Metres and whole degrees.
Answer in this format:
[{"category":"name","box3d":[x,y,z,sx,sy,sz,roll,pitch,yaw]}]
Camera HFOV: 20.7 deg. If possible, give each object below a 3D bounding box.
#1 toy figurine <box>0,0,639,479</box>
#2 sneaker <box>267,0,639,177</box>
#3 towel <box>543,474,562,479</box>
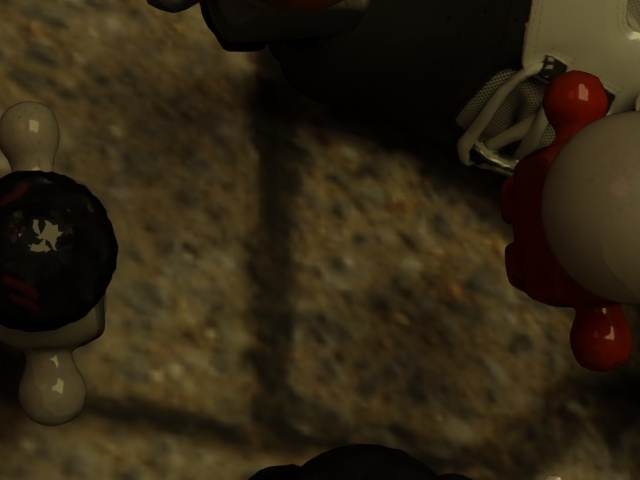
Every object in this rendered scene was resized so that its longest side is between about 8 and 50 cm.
[{"category":"toy figurine","box3d":[0.000,0.000,0.569,0.209,0.148,0.213,43,83,-3]},{"category":"sneaker","box3d":[0.139,-0.047,0.727,0.330,0.122,0.146,3,62,-27]},{"category":"towel","box3d":[0.120,0.199,0.647,0.197,0.029,0.144,43,54,-2]}]
